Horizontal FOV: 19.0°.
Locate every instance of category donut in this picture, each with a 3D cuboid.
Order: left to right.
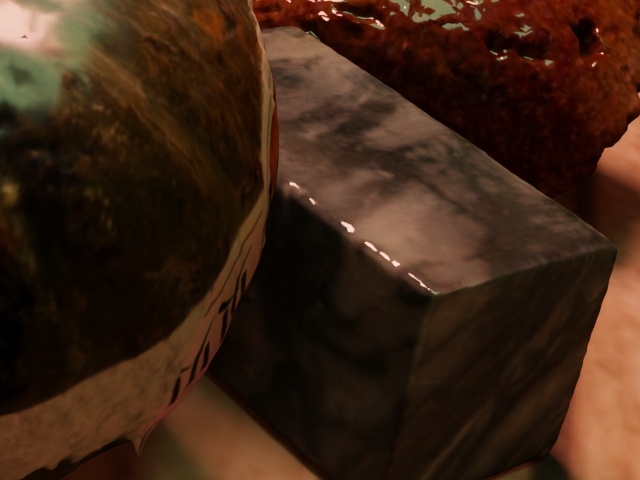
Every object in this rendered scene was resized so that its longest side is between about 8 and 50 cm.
[{"bbox_3d":[0.027,-0.090,0.781,0.186,0.144,0.126,30,47,-20],"label":"donut"}]

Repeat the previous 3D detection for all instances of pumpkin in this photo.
[{"bbox_3d":[-0.146,-0.032,0.564,0.260,0.189,0.260,6,52,-8],"label":"pumpkin"}]

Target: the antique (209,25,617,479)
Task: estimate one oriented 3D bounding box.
[{"bbox_3d":[0.000,0.000,0.655,0.086,0.088,0.183,-14,39,-39],"label":"antique"}]
